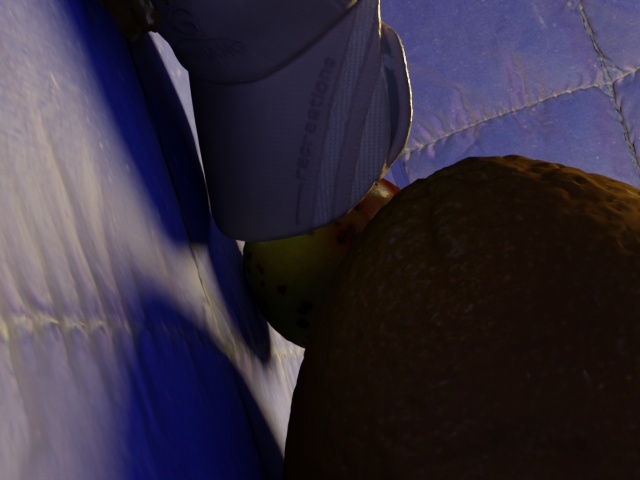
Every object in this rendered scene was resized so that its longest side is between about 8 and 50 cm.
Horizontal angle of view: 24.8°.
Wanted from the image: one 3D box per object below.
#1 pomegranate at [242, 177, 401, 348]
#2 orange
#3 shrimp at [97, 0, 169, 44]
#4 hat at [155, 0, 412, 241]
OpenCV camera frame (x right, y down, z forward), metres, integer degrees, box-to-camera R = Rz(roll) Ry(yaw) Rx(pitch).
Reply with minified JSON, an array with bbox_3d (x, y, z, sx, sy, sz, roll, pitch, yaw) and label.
[{"bbox_3d":[0.006,0.003,0.986,0.159,0.129,0.129,-114,180,-55],"label":"pomegranate"},{"bbox_3d":[0.130,0.129,0.809,0.322,0.322,0.357,52,24,-69],"label":"orange"},{"bbox_3d":[-0.139,-0.243,0.751,0.152,0.062,0.287,-7,79,-82],"label":"shrimp"},{"bbox_3d":[-0.063,-0.120,0.861,0.164,0.219,0.226,16,83,-41],"label":"hat"}]
